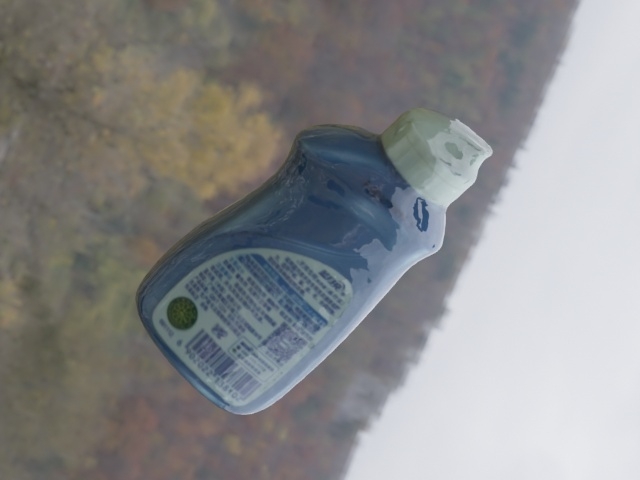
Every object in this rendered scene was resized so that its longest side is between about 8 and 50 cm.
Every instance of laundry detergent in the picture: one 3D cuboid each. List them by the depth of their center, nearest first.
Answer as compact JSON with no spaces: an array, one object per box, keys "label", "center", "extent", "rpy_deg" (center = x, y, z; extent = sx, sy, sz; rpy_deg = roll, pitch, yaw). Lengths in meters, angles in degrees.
[{"label":"laundry detergent","center":[0.000,0.000,1.252],"extent":[0.290,0.143,0.094],"rpy_deg":[-41,-179,20]}]
